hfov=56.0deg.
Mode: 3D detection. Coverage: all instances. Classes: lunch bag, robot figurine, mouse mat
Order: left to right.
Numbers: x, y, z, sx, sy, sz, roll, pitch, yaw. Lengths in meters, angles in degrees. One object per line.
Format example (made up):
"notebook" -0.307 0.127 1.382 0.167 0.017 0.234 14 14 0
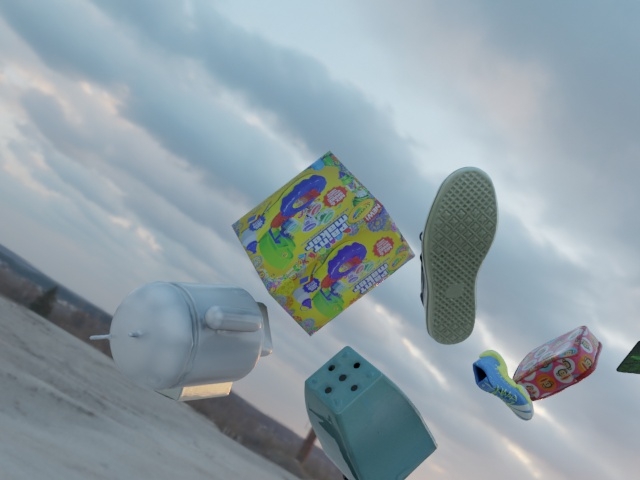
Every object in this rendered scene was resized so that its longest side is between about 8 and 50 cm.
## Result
"robot figurine" -0.252 0.182 1.168 0.300 0.200 0.353 -26 -21 34
"lunch bag" 0.823 0.416 2.094 0.120 0.258 0.293 50 -50 2
"mouse mat" 0.966 0.341 1.722 0.190 0.007 0.152 6 -48 -4

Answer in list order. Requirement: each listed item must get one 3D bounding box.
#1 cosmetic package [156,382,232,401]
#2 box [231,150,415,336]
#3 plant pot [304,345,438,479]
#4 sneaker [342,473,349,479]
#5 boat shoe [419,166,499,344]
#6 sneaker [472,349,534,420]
"cosmetic package" -0.382 0.406 1.891 0.113 0.160 0.309 17 -5 23
"box" 0.000 0.000 1.339 0.177 0.290 0.279 52 0 -41
"plant pot" 0.075 0.317 1.093 0.166 0.165 0.234 32 -27 49
"sneaker" 0.095 0.461 1.255 0.106 0.234 0.078 -3 -44 -8
"boat shoe" 0.342 0.035 1.563 0.187 0.156 0.500 -2 -61 -2
"sneaker" 0.546 0.458 1.846 0.240 0.126 0.091 58 -38 22
